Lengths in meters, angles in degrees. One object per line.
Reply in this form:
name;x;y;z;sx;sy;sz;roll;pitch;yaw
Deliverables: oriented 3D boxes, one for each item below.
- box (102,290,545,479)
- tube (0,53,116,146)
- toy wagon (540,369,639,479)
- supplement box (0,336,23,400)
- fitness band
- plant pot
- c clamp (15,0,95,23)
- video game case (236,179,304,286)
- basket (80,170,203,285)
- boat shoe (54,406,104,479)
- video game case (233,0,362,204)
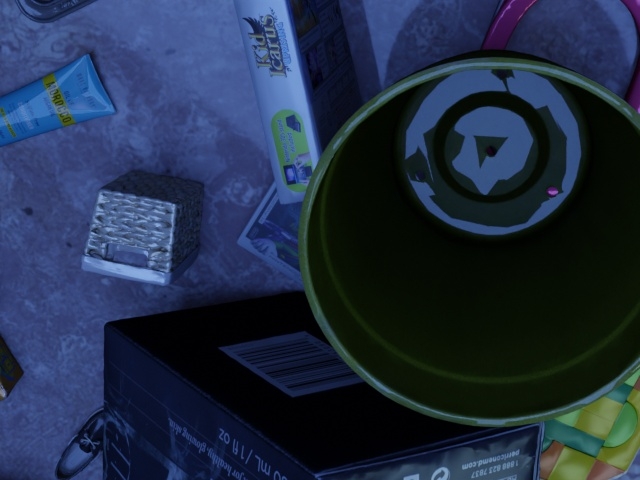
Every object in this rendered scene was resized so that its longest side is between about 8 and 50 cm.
box;-0.025;0.359;1.531;0.297;0.480;0.472;-8;109;-32
tube;-0.366;-0.161;1.690;0.207;0.052;0.080;-20;114;8
toy wagon;0.247;0.174;1.615;0.344;0.068;0.267;24;97;-22
supplement box;-0.518;0.207;1.809;0.233;0.080;0.078;-24;103;17
fitness band;0.282;-0.181;1.575;0.209;0.054;0.291;19;110;3
plant pot;0.178;-0.051;1.419;0.366;0.353;0.367;2;111;6
c clamp;-0.331;-0.337;1.639;0.160;0.022;0.137;-17;104;14
video game case;0.000;0.000;1.638;0.173;0.022;0.190;33;144;-2
basket;-0.212;-0.019;1.647;0.113;0.167;0.103;10;102;5
boat shoe;-0.315;0.275;1.818;0.046;0.038;0.125;43;109;-6
video game case;-0.017;-0.193;1.503;0.061;0.269;0.244;-8;105;14
